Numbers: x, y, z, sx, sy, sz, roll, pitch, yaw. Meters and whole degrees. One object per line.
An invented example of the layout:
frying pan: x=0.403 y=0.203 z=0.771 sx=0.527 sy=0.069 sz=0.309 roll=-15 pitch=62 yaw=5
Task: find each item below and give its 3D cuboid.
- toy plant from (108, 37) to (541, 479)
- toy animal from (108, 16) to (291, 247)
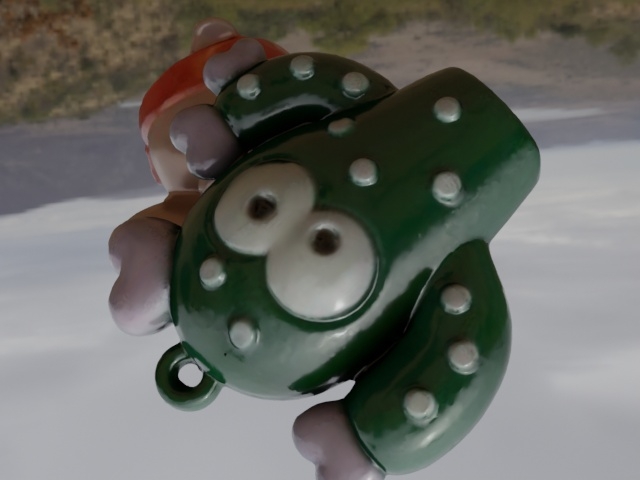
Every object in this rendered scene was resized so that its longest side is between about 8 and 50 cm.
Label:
toy plant: x=0.002 y=0.004 z=0.559 sx=0.233 sy=0.243 sz=0.112 roll=22 pitch=167 yaw=16
toy animal: x=-0.059 y=-0.041 z=0.710 sx=0.171 sy=0.197 sz=0.171 roll=16 pitch=169 yaw=3
